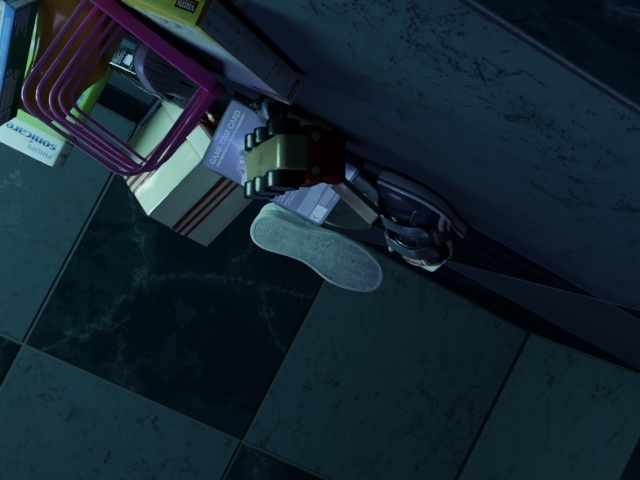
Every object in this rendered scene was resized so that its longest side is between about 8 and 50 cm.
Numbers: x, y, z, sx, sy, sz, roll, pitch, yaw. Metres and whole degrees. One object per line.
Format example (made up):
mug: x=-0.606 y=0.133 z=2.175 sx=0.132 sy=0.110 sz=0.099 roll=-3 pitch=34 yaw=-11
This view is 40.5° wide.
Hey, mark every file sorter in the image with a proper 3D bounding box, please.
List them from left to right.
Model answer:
file sorter: x=-0.272 y=-0.212 z=1.233 sx=0.202 sy=0.182 sz=0.290 roll=37 pitch=-176 yaw=-7

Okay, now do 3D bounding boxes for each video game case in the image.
video game case: x=-0.078 y=-0.149 z=1.672 sx=0.274 sy=0.026 sz=0.196 roll=28 pitch=137 yaw=-8

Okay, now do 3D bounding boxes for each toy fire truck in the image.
toy fire truck: x=0.003 y=-0.116 z=1.535 sx=0.247 sy=0.158 sz=0.217 roll=1 pitch=176 yaw=-20

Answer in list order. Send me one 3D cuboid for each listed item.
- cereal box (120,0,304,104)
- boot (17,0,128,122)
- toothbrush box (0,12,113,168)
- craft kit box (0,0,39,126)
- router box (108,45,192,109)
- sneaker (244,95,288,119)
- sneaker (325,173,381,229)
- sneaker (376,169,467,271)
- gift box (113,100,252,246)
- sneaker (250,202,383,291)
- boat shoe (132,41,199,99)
cereal box: x=-0.145 y=-0.264 z=1.119 sx=0.173 sy=0.047 sz=0.240 roll=28 pitch=179 yaw=29
boot: x=-0.423 y=-0.297 z=1.373 sx=0.104 sy=0.211 sz=0.295 roll=35 pitch=179 yaw=12
toothbrush box: x=-0.607 y=-0.328 z=1.903 sx=0.206 sy=0.283 sz=0.122 roll=27 pitch=177 yaw=-7
craft kit box: x=-0.545 y=-0.332 z=1.295 sx=0.247 sy=0.061 sz=0.250 roll=38 pitch=136 yaw=3
router box: x=-0.358 y=-0.339 z=1.789 sx=0.133 sy=0.046 sz=0.179 roll=26 pitch=177 yaw=25
sneaker: x=-0.101 y=-0.229 z=1.479 sx=0.069 sy=0.038 sz=0.098 roll=26 pitch=177 yaw=15
sneaker: x=-0.025 y=-0.135 z=1.867 sx=0.323 sy=0.130 sz=0.236 roll=22 pitch=-171 yaw=-8
sneaker: x=0.188 y=-0.025 z=1.679 sx=0.126 sy=0.127 sz=0.321 roll=27 pitch=176 yaw=36
gift box: x=-0.300 y=-0.189 z=1.997 sx=0.276 sy=0.258 sz=0.255 roll=52 pitch=-169 yaw=30
sneaker: x=0.000 y=0.000 z=1.839 sx=0.293 sy=0.108 sz=0.169 roll=26 pitch=-164 yaw=-6
boat shoe: x=-0.287 y=-0.296 z=1.508 sx=0.076 sy=0.083 sz=0.226 roll=25 pitch=178 yaw=13
